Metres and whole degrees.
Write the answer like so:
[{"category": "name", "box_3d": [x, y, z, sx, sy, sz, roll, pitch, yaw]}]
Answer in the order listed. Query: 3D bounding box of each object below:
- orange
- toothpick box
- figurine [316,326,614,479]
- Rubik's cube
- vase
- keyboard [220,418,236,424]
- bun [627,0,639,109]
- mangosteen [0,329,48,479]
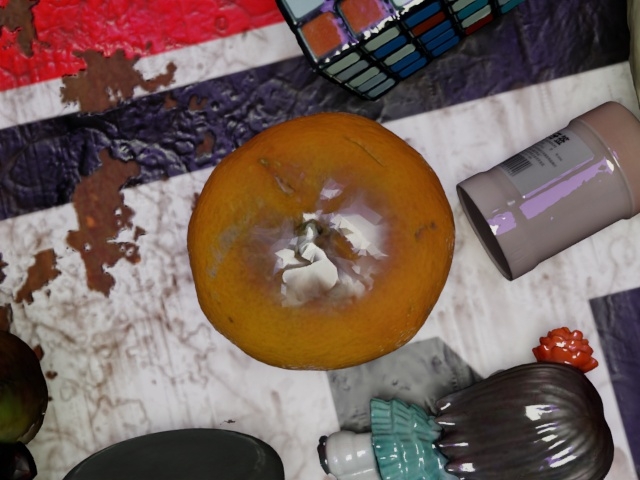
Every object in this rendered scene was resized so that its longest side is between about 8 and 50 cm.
[{"category": "orange", "box_3d": [0.000, 0.000, 0.712, 0.224, 0.170, 0.223, 0, 87, 2]}, {"category": "toothpick box", "box_3d": [0.204, -0.042, 0.739, 0.149, 0.098, 0.098, -29, 85, 1]}, {"category": "figurine", "box_3d": [0.121, 0.165, 0.727, 0.246, 0.110, 0.137, -16, 82, 10]}, {"category": "Rubik's cube", "box_3d": [0.048, -0.245, 0.707, 0.184, 0.182, 0.187, -33, 83, 13]}, {"category": "vase", "box_3d": [-0.105, 0.327, 0.680, 0.174, 0.173, 0.321, -3, 100, 3]}, {"category": "keyboard", "box_3d": [-0.016, 0.332, 0.759, 0.104, 0.041, 0.381, -26, 91, 0]}, {"category": "bun", "box_3d": [0.392, -0.134, 0.671, 0.365, 0.219, 0.365, 10, 56, -16]}, {"category": "mangosteen", "box_3d": [-0.380, 0.211, 0.620, 0.381, 0.381, 0.421, -1, 75, 3]}]
